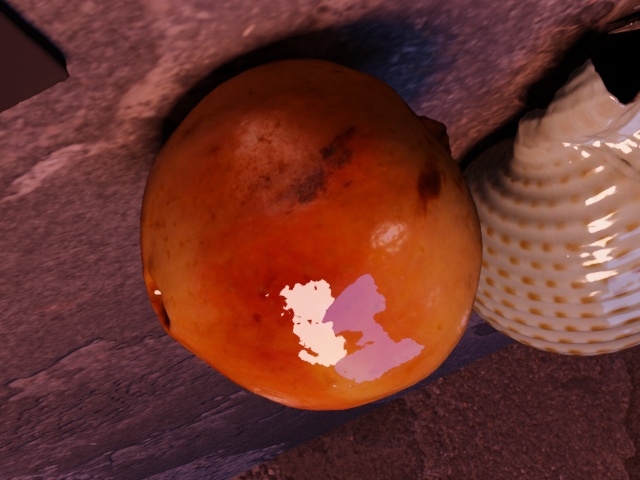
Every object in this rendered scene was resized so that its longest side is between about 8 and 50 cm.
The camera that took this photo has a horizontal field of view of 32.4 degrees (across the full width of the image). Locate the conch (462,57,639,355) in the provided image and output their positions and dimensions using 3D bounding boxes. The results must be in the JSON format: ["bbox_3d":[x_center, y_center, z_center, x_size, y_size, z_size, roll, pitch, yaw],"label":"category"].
[{"bbox_3d":[0.260,-0.033,0.923,0.303,0.215,0.319,-33,175,-11],"label":"conch"}]

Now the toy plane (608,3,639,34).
[{"bbox_3d":[0.252,-0.168,0.818,0.078,0.024,0.084,-26,171,15],"label":"toy plane"}]

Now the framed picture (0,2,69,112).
[{"bbox_3d":[-0.299,-0.039,0.442,0.339,0.014,0.255,-27,164,6],"label":"framed picture"}]

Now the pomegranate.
[{"bbox_3d":[-0.006,0.002,0.658,0.209,0.209,0.209,-23,165,-7],"label":"pomegranate"}]
